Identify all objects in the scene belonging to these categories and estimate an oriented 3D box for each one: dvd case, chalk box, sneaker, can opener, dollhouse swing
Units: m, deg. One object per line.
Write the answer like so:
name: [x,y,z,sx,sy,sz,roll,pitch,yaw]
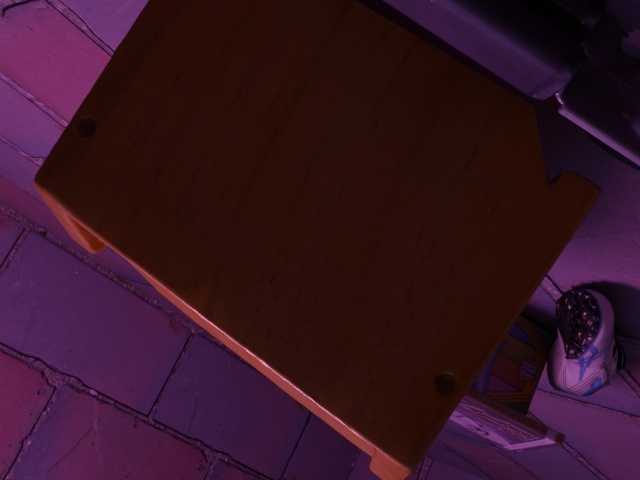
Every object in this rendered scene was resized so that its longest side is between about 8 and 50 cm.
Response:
dvd case: [0.185,0.217,1.032,0.221,0.018,0.164,26,161,2]
chalk box: [0.178,0.138,1.064,0.213,0.132,0.132,29,163,-10]
sneaker: [0.314,0.118,0.916,0.086,0.085,0.237,-4,153,8]
can opener: [0.123,-0.117,0.483,0.283,0.076,0.095,30,162,-9]
dollhouse swing: [0.000,0.000,0.688,0.346,0.315,0.305,34,-178,14]
